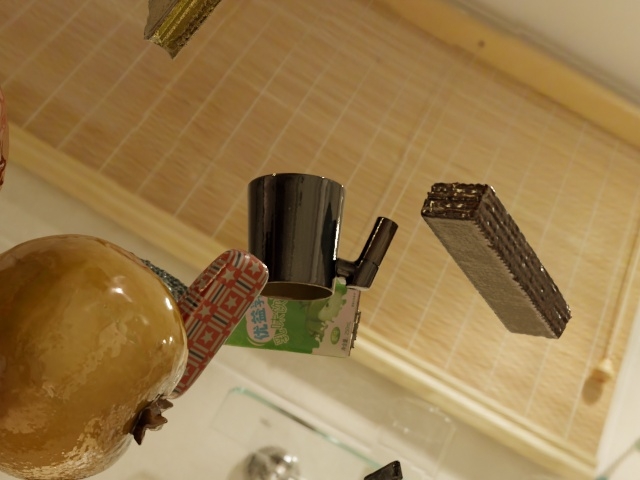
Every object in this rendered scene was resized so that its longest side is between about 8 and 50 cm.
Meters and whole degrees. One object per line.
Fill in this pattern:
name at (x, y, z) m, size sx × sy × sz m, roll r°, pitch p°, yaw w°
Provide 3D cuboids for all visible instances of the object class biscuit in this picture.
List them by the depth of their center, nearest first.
biscuit at (0.302, 0.043, 1.509) m, size 0.107 × 0.073 × 0.388 m, roll 6°, pitch -30°, yaw 42°

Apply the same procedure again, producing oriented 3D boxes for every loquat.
loquat at (-0.214, 0.096, 0.764) m, size 0.208 × 0.208 × 0.208 m, roll 19°, pitch -35°, yaw 15°

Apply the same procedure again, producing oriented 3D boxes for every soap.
soap at (-0.234, -0.455, 1.638) m, size 0.076 × 0.135 × 0.233 m, roll 24°, pitch -46°, yaw -29°

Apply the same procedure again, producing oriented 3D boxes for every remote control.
remote control at (0.111, 0.433, 1.641) m, size 0.014 × 0.039 × 0.096 m, roll 20°, pitch -45°, yaw -37°

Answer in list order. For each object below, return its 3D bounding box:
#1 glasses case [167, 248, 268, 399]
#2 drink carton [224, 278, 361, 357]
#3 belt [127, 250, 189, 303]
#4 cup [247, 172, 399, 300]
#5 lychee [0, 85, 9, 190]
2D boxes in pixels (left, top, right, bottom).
glasses case at (-0.140, 0.092, 1.048) m, size 0.073 × 0.194 × 0.049 m, roll 39°, pitch -4°, yaw -41°
drink carton at (-0.061, 0.143, 1.829) m, size 0.271 × 0.161 × 0.108 m, roll 8°, pitch 11°, yaw -11°
belt at (-0.345, 0.134, 1.681) m, size 0.295 × 0.160 × 0.207 m, roll 31°, pitch 5°, yaw -1°
cup at (-0.011, -0.004, 1.459) m, size 0.239 × 0.177 × 0.166 m, roll -6°, pitch -19°, yaw 29°
lychee at (-0.336, -0.067, 0.621) m, size 0.300 × 0.255 × 0.255 m, roll 39°, pitch -20°, yaw 45°
